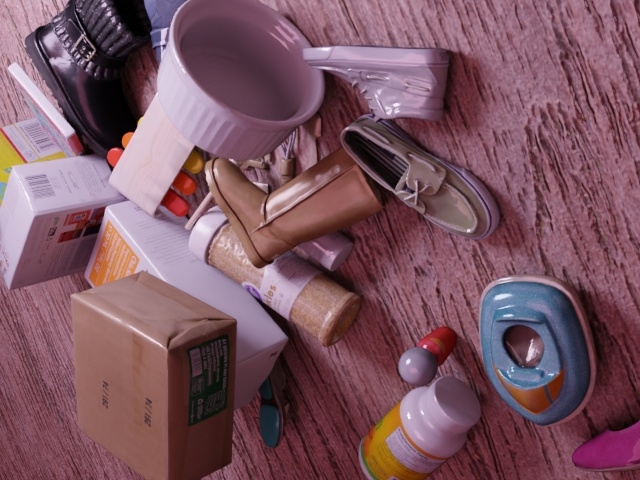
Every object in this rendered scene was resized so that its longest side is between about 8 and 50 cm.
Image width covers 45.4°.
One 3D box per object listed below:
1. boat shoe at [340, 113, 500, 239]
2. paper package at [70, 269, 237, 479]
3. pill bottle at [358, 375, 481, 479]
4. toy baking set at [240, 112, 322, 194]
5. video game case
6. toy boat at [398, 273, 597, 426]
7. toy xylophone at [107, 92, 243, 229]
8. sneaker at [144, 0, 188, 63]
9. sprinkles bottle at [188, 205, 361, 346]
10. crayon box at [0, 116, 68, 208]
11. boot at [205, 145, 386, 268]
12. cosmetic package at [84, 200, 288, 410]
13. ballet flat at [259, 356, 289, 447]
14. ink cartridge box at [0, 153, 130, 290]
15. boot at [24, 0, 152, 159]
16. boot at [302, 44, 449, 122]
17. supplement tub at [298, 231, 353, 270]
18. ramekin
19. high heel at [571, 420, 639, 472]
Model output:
[{"bbox_3d":[0.156,-0.097,1.268,0.302,0.094,0.109,38,128,17],"label":"boat shoe"},{"bbox_3d":[-0.316,0.262,1.454,0.309,0.168,0.325,21,117,35],"label":"paper package"},{"bbox_3d":[0.186,0.358,1.423,0.136,0.136,0.246,45,129,11],"label":"pill bottle"},{"bbox_3d":[-0.076,-0.137,1.463,0.256,0.030,0.197,-19,98,40],"label":"toy baking set"},{"bbox_3d":[-0.581,-0.247,1.687,0.204,0.025,0.285,48,165,9],"label":"video game case"},{"bbox_3d":[0.289,0.192,1.265,0.318,0.148,0.268,-7,106,38],"label":"toy boat"},{"bbox_3d":[-0.288,-0.163,1.524,0.236,0.081,0.322,45,114,-2],"label":"toy xylophone"},{"bbox_3d":[-0.240,-0.406,1.417,0.226,0.086,0.164,0,99,46],"label":"sneaker"},{"bbox_3d":[-0.093,0.066,1.507,0.355,0.121,0.121,33,126,20],"label":"sprinkles bottle"},{"bbox_3d":[-0.728,-0.152,1.747,0.202,0.318,0.081,52,130,7],"label":"crayon box"},{"bbox_3d":[-0.048,-0.101,1.381,0.269,0.089,0.236,-29,91,22],"label":"boot"},{"bbox_3d":[-0.297,0.139,1.625,0.453,0.161,0.230,47,130,21],"label":"cosmetic package"},{"bbox_3d":[-0.098,0.344,1.665,0.072,0.068,0.213,2,103,43],"label":"ballet flat"},{"bbox_3d":[-0.560,-0.045,1.708,0.130,0.271,0.309,59,138,17],"label":"ink cartridge box"},{"bbox_3d":[-0.420,-0.344,1.560,0.260,0.131,0.348,-25,109,27],"label":"boot"},{"bbox_3d":[0.083,-0.254,1.250,0.258,0.095,0.124,11,109,31],"label":"boot"},{"bbox_3d":[0.000,0.000,1.443,0.107,0.071,0.071,39,128,17],"label":"supplement tub"},{"bbox_3d":[-0.142,-0.271,1.302,0.277,0.277,0.135,51,138,6],"label":"ramekin"},{"bbox_3d":[0.527,0.245,1.172,0.377,0.127,0.182,-33,60,45],"label":"high heel"}]
